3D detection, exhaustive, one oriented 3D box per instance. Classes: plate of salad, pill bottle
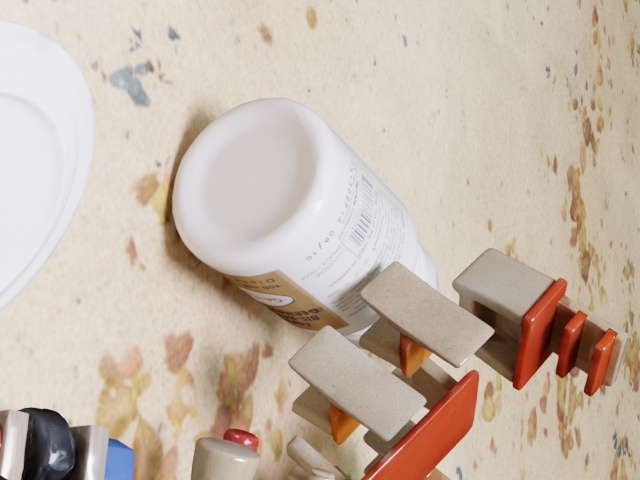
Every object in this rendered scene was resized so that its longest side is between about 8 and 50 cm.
[{"bbox_3d":[-0.196,-0.022,0.625,0.200,0.048,0.200,-38,148,-29],"label":"plate of salad"},{"bbox_3d":[0.000,0.000,0.959,0.229,0.131,0.131,41,53,-54],"label":"pill bottle"}]

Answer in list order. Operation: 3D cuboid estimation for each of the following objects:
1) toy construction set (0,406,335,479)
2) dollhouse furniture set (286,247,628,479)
[{"bbox_3d":[-0.114,0.230,0.681,0.309,0.257,0.237,12,95,-70],"label":"toy construction set"},{"bbox_3d":[0.103,0.132,0.971,0.259,0.135,0.262,-41,150,-27],"label":"dollhouse furniture set"}]
